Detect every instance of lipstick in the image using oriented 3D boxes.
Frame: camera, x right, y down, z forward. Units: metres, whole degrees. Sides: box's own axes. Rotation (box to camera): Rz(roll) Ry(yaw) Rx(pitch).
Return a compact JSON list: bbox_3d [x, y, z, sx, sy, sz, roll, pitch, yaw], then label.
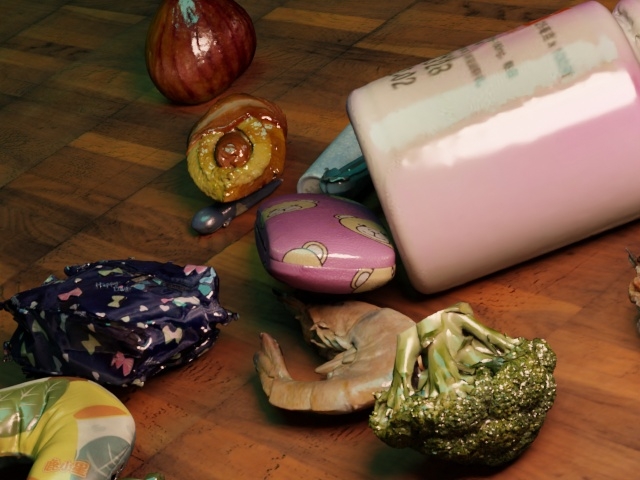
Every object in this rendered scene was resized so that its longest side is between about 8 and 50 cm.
[{"bbox_3d":[0.068,-0.125,2.114,0.068,0.061,0.274,-9,28,42],"label":"lipstick"}]

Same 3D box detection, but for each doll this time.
[{"bbox_3d":[-0.096,-0.043,2.128,0.125,0.027,0.037,-31,29,-25],"label":"doll"}]

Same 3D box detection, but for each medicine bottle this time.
[{"bbox_3d":[0.236,-0.110,1.792,0.388,0.219,0.219,-21,27,3],"label":"medicine bottle"}]

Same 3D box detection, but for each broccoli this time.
[{"bbox_3d":[0.118,0.128,1.543,0.162,0.138,0.146,-29,-8,15],"label":"broccoli"}]

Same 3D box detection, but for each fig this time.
[{"bbox_3d":[-0.158,-0.281,2.467,0.148,0.202,0.149,19,11,35],"label":"fig"}]

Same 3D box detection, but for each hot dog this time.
[{"bbox_3d":[-0.099,-0.120,2.160,0.123,0.093,0.261,-27,15,3],"label":"hot dog"}]

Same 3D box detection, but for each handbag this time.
[{"bbox_3d":[-0.209,0.082,1.869,0.260,0.113,0.162,0,23,46],"label":"handbag"}]

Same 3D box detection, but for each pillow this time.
[{"bbox_3d":[-0.286,0.206,1.729,0.233,0.086,0.214,-11,26,-1],"label":"pillow"}]

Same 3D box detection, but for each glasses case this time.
[{"bbox_3d":[0.000,0.000,1.843,0.123,0.076,0.316,2,9,-6],"label":"glasses case"}]

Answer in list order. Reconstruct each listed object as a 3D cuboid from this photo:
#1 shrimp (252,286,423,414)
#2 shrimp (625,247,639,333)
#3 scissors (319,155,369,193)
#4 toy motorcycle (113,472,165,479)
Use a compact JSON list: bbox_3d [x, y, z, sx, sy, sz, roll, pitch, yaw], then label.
[{"bbox_3d":[0.001,0.111,1.739,0.145,0.059,0.254,-42,33,-24],"label":"shrimp"},{"bbox_3d":[0.302,0.055,1.601,0.090,0.079,0.233,-58,20,13],"label":"shrimp"},{"bbox_3d":[0.150,-0.134,2.060,0.393,0.032,0.180,-30,27,-33],"label":"scissors"},{"bbox_3d":[-0.243,0.280,1.529,0.275,0.127,0.205,-5,34,23],"label":"toy motorcycle"}]
